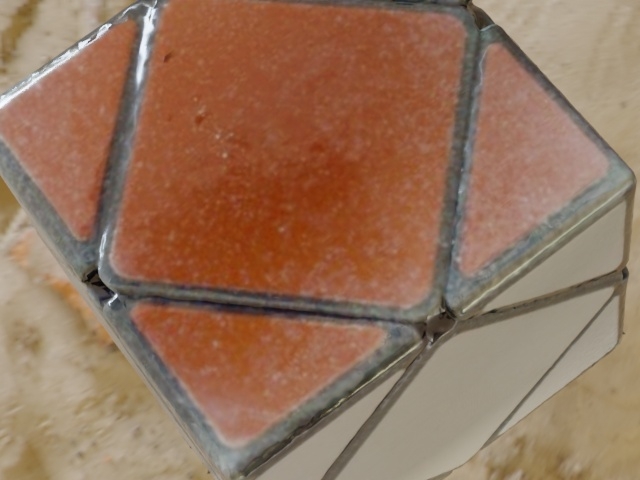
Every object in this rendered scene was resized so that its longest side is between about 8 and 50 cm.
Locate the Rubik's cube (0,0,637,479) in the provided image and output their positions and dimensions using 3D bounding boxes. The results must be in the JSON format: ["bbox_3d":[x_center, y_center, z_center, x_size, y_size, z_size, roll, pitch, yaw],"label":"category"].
[{"bbox_3d":[0.000,0.000,0.814,0.207,0.205,0.205,-37,68,-9],"label":"Rubik's cube"}]
